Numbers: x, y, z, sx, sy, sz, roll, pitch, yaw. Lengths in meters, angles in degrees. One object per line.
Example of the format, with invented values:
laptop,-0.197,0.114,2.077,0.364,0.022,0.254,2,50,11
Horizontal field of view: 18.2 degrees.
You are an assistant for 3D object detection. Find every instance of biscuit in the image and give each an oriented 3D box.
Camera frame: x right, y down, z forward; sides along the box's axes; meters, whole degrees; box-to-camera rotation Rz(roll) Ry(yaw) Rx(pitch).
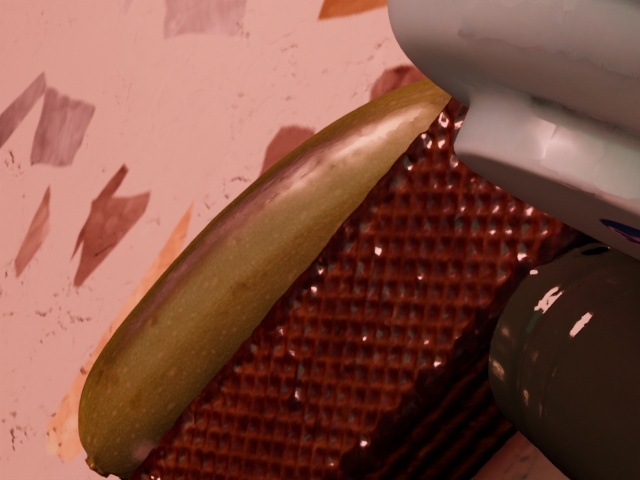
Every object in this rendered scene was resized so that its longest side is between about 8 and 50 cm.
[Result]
biscuit,0.024,0.068,0.915,0.388,0.073,0.107,-49,46,26

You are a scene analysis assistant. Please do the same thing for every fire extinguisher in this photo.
fire extinguisher,0.166,0.096,0.687,0.095,0.114,0.311,-54,35,4

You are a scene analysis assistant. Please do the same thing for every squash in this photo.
squash,0.000,0.000,0.998,0.341,0.094,0.094,-42,38,17

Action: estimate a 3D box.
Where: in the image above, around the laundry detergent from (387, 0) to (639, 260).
laundry detergent,0.185,-0.129,0.643,0.287,0.287,0.305,24,89,58
